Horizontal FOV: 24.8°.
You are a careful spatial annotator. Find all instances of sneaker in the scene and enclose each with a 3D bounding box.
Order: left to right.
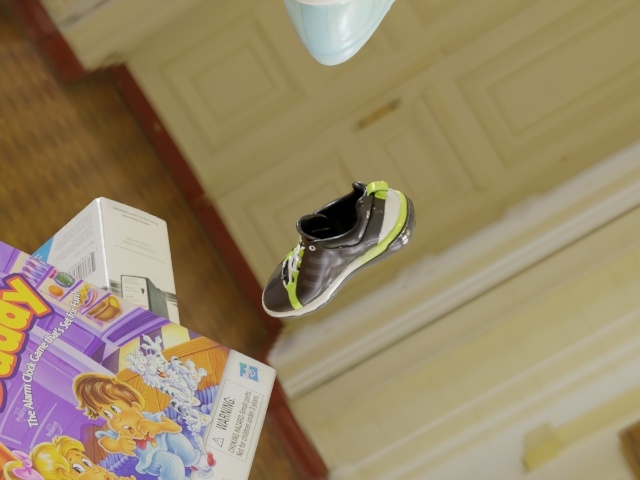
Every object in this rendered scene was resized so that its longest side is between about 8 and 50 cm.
[{"bbox_3d":[0.000,0.000,1.599,0.097,0.235,0.084,27,39,-35],"label":"sneaker"},{"bbox_3d":[0.047,-0.325,1.513,0.150,0.135,0.366,84,29,-46],"label":"sneaker"}]

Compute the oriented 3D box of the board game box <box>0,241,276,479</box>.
[{"bbox_3d":[-0.168,0.146,0.738,0.233,0.078,0.347,25,32,-7],"label":"board game box"}]

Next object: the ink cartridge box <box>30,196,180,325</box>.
[{"bbox_3d":[-0.193,0.083,1.247,0.082,0.140,0.190,19,46,-40],"label":"ink cartridge box"}]
